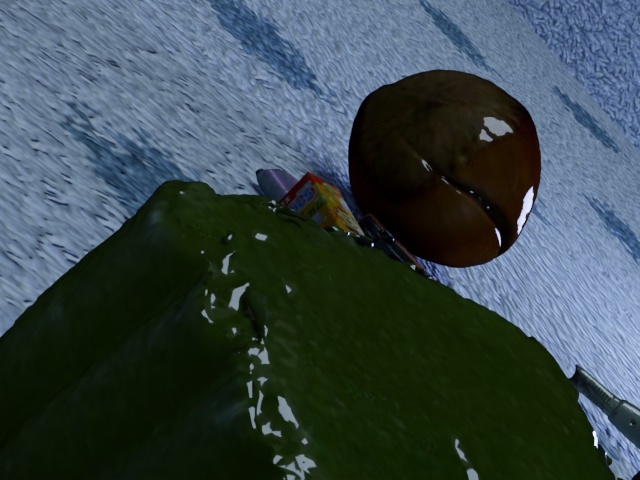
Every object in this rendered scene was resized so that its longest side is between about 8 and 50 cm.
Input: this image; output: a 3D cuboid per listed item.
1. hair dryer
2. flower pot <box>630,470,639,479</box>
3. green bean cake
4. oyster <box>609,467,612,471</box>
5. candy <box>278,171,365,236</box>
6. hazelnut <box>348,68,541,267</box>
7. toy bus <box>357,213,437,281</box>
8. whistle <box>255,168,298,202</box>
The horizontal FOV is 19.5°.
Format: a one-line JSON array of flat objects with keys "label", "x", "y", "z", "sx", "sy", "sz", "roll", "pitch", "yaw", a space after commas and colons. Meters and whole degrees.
[{"label": "hair dryer", "x": 0.386, "y": 0.236, "z": 1.934, "sx": 0.267, "sy": 0.092, "sz": 0.229, "roll": 43, "pitch": 5, "yaw": 33}, {"label": "flower pot", "x": 0.348, "y": 0.291, "z": 1.305, "sx": 0.267, "sy": 0.266, "sz": 0.266, "roll": 31, "pitch": 20, "yaw": -43}, {"label": "green bean cake", "x": 0.002, "y": 0.164, "z": 0.892, "sx": 0.335, "sy": 0.218, "sz": 0.319, "roll": 21, "pitch": 35, "yaw": -42}, {"label": "oyster", "x": 0.228, "y": 0.224, "z": 1.640, "sx": 0.081, "sy": 0.038, "sz": 0.083, "roll": -5, "pitch": 77, "yaw": -39}, {"label": "candy", "x": 0.002, "y": 0.005, "z": 1.540, "sx": 0.038, "sy": 0.062, "sz": 0.122, "roll": 31, "pitch": 21, "yaw": -41}, {"label": "hazelnut", "x": 0.124, "y": -0.059, "z": 1.827, "sx": 0.208, "sy": 0.208, "sz": 0.208, "roll": 41, "pitch": 16, "yaw": -14}, {"label": "toy bus", "x": 0.075, "y": 0.022, "z": 1.742, "sx": 0.110, "sy": 0.031, "sz": 0.043, "roll": 48, "pitch": 9, "yaw": 13}, {"label": "whistle", "x": 0.000, "y": 0.000, "z": 1.605, "sx": 0.176, "sy": 0.033, "sz": 0.033, "roll": 53, "pitch": 17, "yaw": 29}]
